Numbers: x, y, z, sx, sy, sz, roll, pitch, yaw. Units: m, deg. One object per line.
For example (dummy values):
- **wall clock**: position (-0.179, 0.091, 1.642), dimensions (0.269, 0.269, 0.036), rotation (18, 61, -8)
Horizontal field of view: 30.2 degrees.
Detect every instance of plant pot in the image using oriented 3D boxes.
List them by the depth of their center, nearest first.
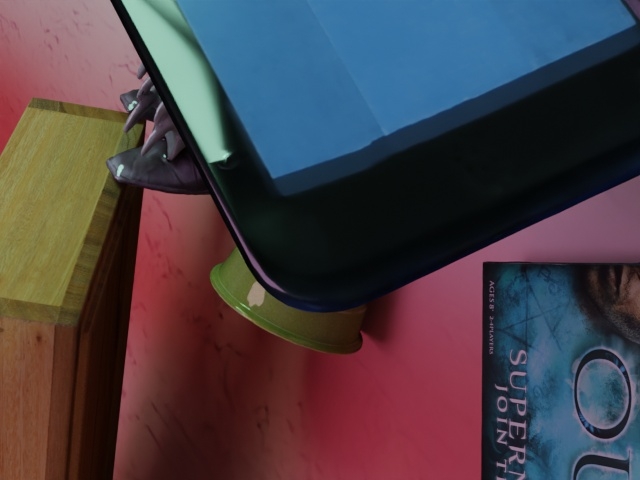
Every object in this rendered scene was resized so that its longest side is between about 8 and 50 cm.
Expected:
- **plant pot**: position (0.000, 0.000, 0.576), dimensions (0.083, 0.083, 0.079), rotation (45, 115, 47)

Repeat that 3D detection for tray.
- **tray**: position (-0.166, 0.148, 0.696), dimensions (0.203, 0.076, 0.411), rotation (-88, 7, -58)

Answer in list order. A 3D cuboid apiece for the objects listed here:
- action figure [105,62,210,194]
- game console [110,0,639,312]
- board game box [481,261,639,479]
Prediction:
- **action figure**: position (-0.021, -0.160, 0.587), dimensions (0.285, 0.099, 0.185), rotation (-63, 32, 28)
- **game console**: position (0.045, -0.168, 0.379), dimensions (0.293, 0.173, 0.250), rotation (60, 137, 23)
- **board game box**: position (0.109, 0.101, 0.445), dimensions (0.126, 0.026, 0.186), rotation (-2, 88, 57)
